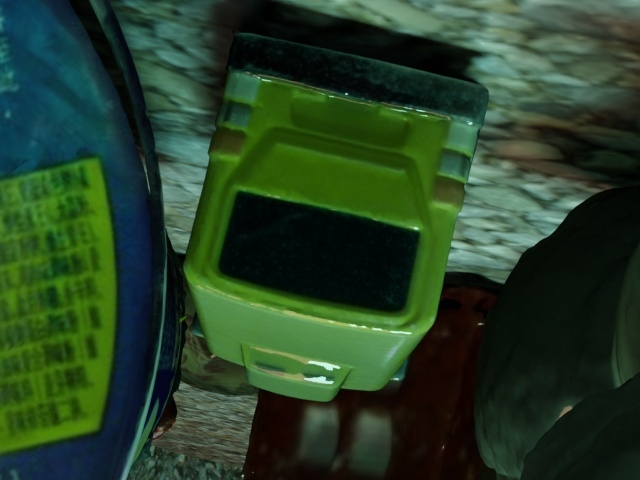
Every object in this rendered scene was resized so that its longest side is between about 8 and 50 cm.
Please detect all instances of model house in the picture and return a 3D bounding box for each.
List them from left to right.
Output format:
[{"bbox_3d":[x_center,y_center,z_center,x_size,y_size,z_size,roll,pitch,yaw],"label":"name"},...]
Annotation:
[{"bbox_3d":[0.057,0.160,0.784,0.160,0.254,0.196,-2,160,42],"label":"model house"}]

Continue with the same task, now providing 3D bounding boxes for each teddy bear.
[{"bbox_3d":[0.126,0.054,0.399,0.144,0.171,0.251,46,175,-1],"label":"teddy bear"}]

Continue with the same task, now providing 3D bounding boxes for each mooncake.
[{"bbox_3d":[-0.057,0.059,0.882,0.130,0.073,0.125,2,161,37],"label":"mooncake"}]

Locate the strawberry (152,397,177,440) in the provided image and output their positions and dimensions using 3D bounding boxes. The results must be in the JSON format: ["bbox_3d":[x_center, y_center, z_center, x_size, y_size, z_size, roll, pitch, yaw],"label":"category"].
[{"bbox_3d":[-0.173,0.090,0.934,0.228,0.098,0.174,36,-177,30],"label":"strawberry"}]

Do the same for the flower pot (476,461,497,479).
[{"bbox_3d":[0.224,0.174,0.663,0.267,0.266,0.266,28,163,-25],"label":"flower pot"}]

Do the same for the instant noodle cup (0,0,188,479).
[{"bbox_3d":[-0.163,0.027,0.473,0.284,0.284,0.312,13,175,4],"label":"instant noodle cup"}]

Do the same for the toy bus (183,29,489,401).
[{"bbox_3d":[0.000,0.000,0.494,0.088,0.101,0.175,12,167,0],"label":"toy bus"}]
